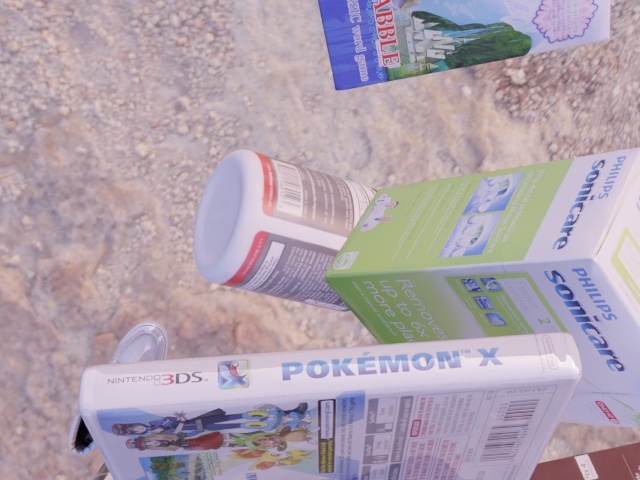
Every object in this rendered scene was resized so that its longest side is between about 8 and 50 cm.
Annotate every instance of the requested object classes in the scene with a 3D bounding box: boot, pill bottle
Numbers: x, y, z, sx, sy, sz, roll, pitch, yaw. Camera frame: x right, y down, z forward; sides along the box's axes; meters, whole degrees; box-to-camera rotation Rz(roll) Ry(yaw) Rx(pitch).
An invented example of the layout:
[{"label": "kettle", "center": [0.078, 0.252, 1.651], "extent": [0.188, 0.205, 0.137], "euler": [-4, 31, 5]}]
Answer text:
[{"label": "boot", "center": [-0.356, 0.266, 1.645], "extent": [0.095, 0.123, 0.258], "euler": [30, 95, -5]}, {"label": "pill bottle", "center": [0.000, 0.000, 1.476], "extent": [0.362, 0.210, 0.210], "euler": [15, 119, -28]}]

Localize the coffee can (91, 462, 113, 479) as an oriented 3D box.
[{"label": "coffee can", "center": [-0.255, 0.390, 1.521], "extent": [0.201, 0.275, 0.202], "euler": [13, 131, 16]}]

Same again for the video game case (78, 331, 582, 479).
[{"label": "video game case", "center": [0.007, 0.169, 0.680], "extent": [0.299, 0.036, 0.329], "euler": [-4, 146, -3]}]

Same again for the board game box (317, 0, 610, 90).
[{"label": "board game box", "center": [0.141, -0.333, 0.972], "extent": [0.317, 0.066, 0.319], "euler": [-11, 130, 5]}]

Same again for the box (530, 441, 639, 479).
[{"label": "box", "center": [0.389, 0.441, 1.420], "extent": [0.381, 0.191, 0.143], "euler": [-10, 144, -12]}]

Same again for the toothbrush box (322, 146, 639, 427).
[{"label": "toothbrush box", "center": [0.177, 0.050, 0.799], "extent": [0.283, 0.122, 0.206], "euler": [-7, 131, 47]}]
